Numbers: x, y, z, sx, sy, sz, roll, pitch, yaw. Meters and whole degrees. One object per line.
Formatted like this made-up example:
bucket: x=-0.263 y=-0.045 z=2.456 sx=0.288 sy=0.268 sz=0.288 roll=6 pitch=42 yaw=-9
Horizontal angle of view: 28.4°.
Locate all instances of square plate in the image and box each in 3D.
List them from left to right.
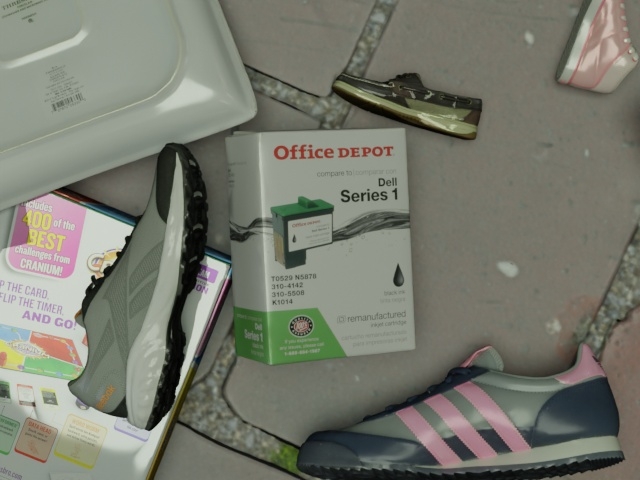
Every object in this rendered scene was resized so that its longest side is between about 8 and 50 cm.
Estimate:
square plate: x=-0.277 y=-0.223 z=1.233 sx=0.347 sy=0.049 sz=0.344 roll=-20 pitch=80 yaw=1

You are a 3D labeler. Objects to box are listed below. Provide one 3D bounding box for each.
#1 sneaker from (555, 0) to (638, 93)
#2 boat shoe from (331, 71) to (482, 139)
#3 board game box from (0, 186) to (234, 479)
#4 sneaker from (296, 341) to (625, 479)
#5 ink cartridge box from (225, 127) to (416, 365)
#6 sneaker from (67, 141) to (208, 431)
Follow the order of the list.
sneaker: x=0.288 y=-0.208 z=1.245 sx=0.070 sy=0.051 sz=0.134 roll=20 pitch=97 yaw=-1
boat shoe: x=0.087 y=-0.142 z=1.256 sx=0.152 sy=0.056 sz=0.049 roll=18 pitch=88 yaw=-8
board game box: x=-0.249 y=0.122 z=1.273 sx=0.242 sy=0.064 sz=0.316 roll=23 pitch=93 yaw=1
sneaker: x=0.133 y=0.174 z=1.256 sx=0.319 sy=0.112 sz=0.131 roll=-4 pitch=72 yaw=2
ink cartridge box: x=0.000 y=0.000 z=1.219 sx=0.160 sy=0.092 sz=0.219 roll=-5 pitch=94 yaw=-23
sneaker: x=-0.172 y=0.039 z=1.186 sx=0.108 sy=0.100 sz=0.271 roll=14 pitch=93 yaw=6
